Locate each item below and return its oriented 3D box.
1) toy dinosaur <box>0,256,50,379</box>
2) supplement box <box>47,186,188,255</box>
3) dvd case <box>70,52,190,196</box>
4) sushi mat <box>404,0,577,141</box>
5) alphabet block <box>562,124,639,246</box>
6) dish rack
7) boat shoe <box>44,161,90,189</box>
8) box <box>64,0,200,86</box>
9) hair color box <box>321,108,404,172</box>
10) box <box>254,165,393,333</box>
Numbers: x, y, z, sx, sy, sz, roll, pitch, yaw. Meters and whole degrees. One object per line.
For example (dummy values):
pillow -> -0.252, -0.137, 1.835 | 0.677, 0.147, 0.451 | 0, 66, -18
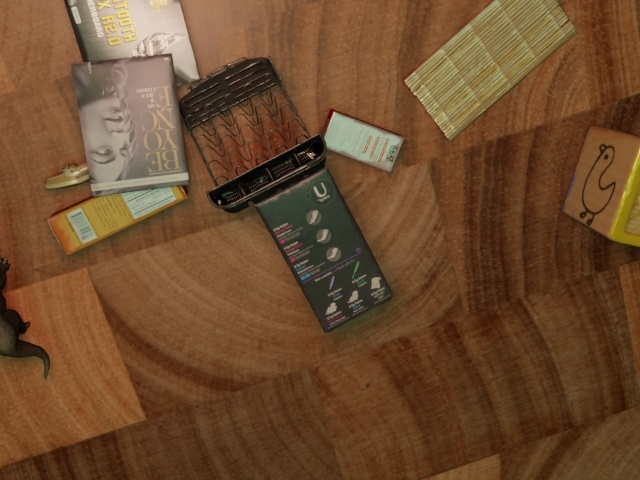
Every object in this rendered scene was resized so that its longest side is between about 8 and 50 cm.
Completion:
toy dinosaur -> -0.572, 0.124, 1.351 | 0.121, 0.160, 0.313 | -14, 106, -4
supplement box -> -0.353, -0.061, 1.377 | 0.233, 0.078, 0.080 | -24, 104, -3
dvd case -> -0.315, -0.192, 1.307 | 0.165, 0.018, 0.221 | -8, 102, -7
sushi mat -> 0.314, -0.340, 1.435 | 0.316, 0.019, 0.151 | -41, 107, 4
alphabet block -> 0.600, -0.094, 1.455 | 0.193, 0.197, 0.192 | 10, 103, -11
dish rack -> -0.126, -0.190, 1.309 | 0.208, 0.074, 0.271 | -27, 68, 0
boat shoe -> -0.409, -0.127, 1.363 | 0.153, 0.056, 0.048 | -18, 98, -5
box -> -0.318, -0.361, 1.309 | 0.183, 0.056, 0.231 | -14, 108, -4
hair color box -> 0.073, -0.182, 1.428 | 0.141, 0.043, 0.072 | 19, 102, -13
box -> 0.000, 0.000, 1.403 | 0.143, 0.165, 0.270 | -28, 108, 0
